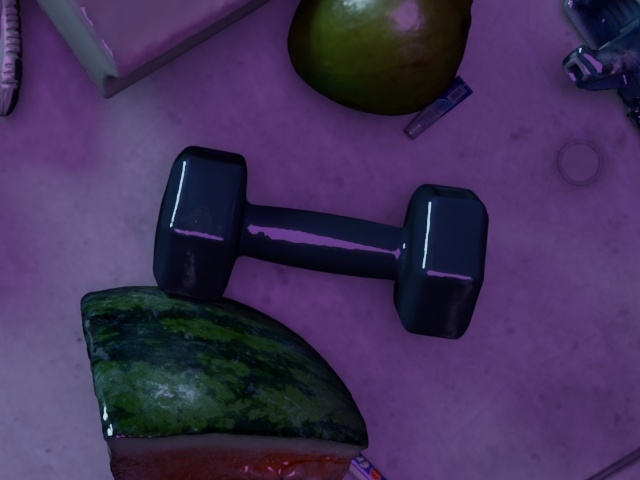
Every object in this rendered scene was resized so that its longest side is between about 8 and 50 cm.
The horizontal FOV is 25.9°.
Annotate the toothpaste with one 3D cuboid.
[{"bbox_3d":[0.121,-0.135,1.433,0.083,0.015,0.024,-43,91,-10],"label":"toothpaste"}]

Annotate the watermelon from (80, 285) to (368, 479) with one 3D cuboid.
[{"bbox_3d":[-0.116,0.168,1.353,0.283,0.292,0.250,14,50,-19],"label":"watermelon"}]

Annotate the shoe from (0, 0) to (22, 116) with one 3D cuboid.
[{"bbox_3d":[-0.346,-0.222,1.357,0.106,0.091,0.207,0,92,-10],"label":"shoe"}]

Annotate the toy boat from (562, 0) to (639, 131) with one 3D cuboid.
[{"bbox_3d":[0.320,-0.176,1.390,0.142,0.129,0.309,-32,90,-19],"label":"toy boat"}]

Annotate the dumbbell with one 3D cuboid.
[{"bbox_3d":[0.000,0.000,1.349,0.316,0.143,0.156,9,131,-4],"label":"dumbbell"}]

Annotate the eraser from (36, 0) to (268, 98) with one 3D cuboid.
[{"bbox_3d":[-0.124,-0.341,1.320,0.359,0.122,0.272,-34,91,-19],"label":"eraser"}]

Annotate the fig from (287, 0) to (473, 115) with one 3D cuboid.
[{"bbox_3d":[0.061,-0.210,1.354,0.191,0.181,0.181,-15,90,14],"label":"fig"}]

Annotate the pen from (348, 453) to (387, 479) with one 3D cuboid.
[{"bbox_3d":[0.041,0.231,1.413,0.204,0.025,0.025,45,86,-3],"label":"pen"}]
